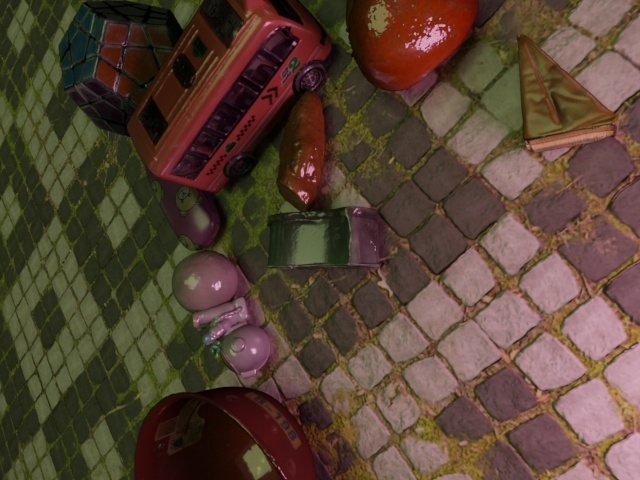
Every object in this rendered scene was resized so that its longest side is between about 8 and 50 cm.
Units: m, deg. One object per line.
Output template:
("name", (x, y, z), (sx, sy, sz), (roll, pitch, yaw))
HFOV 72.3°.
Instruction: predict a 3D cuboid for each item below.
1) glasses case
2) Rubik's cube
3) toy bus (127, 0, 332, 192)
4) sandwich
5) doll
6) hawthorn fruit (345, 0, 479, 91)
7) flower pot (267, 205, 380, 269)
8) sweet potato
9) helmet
("glasses case", (-0.341, -0.118, 1.067), (0.123, 0.075, 0.317), (-43, 66, 24))
("Rubik's cube", (-0.435, -0.398, 1.029), (0.318, 0.264, 0.320), (-3, 84, 34))
("toy bus", (-0.194, -0.314, 0.893), (0.427, 0.232, 0.203), (-46, 65, 23))
("sandwich", (0.351, -0.221, 0.630), (0.113, 0.079, 0.164), (-5, 83, 30))
("doll", (-0.205, 0.159, 0.937), (0.151, 0.150, 0.287), (-41, 74, 24))
("hawthorn fruit", (0.161, -0.363, 0.704), (0.251, 0.199, 0.200), (-18, 78, 20))
("flower pot", (0.000, 0.000, 0.826), (0.229, 0.103, 0.108), (-5, 84, 33))
("sweet potato", (-0.035, -0.180, 0.860), (0.097, 0.097, 0.252), (2, 82, 33))
("helmet", (-0.134, 0.429, 0.813), (0.384, 0.230, 0.338), (36, 108, 20))
